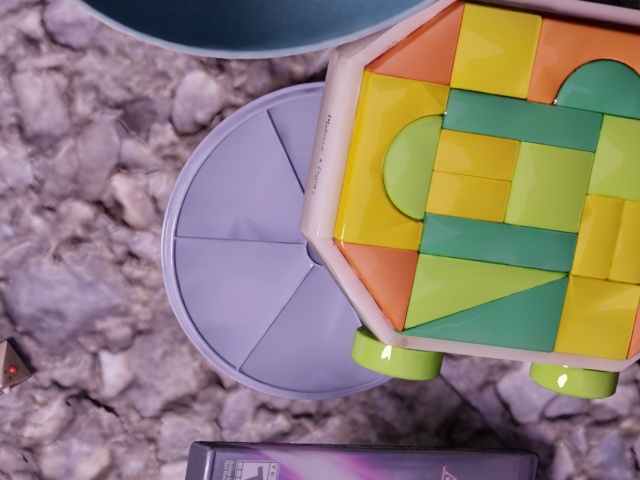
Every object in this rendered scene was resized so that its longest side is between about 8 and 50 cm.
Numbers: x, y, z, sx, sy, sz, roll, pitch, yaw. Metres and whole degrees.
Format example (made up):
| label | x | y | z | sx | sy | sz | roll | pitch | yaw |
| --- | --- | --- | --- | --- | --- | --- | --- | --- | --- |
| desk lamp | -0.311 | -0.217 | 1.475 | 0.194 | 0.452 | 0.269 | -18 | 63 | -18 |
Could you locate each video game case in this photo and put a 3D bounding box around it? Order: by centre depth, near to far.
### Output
| label | x | y | z | sx | sy | sz | roll | pitch | yaw |
| --- | --- | --- | --- | --- | --- | --- | --- | --- | --- |
| video game case | 0.020 | 0.223 | 1.187 | 0.274 | 0.026 | 0.196 | 6 | 94 | -40 |

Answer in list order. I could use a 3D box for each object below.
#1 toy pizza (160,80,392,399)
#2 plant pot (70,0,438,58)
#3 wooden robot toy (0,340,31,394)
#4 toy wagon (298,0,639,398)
| label | x | y | z | sx | sy | sz | roll | pitch | yaw |
| --- | --- | --- | --- | --- | --- | --- | --- | --- | --- |
| toy pizza | 0.000 | 0.000 | 1.189 | 0.201 | 0.032 | 0.201 | -3 | 105 | -13 |
| plant pot | -0.035 | -0.259 | 0.904 | 0.290 | 0.195 | 0.290 | -12 | 133 | -14 |
| wooden robot toy | -0.250 | 0.058 | 1.148 | 0.173 | 0.079 | 0.076 | 31 | 101 | -18 |
| toy wagon | 0.164 | -0.037 | 1.169 | 0.344 | 0.068 | 0.267 | 8 | 100 | -17 |
